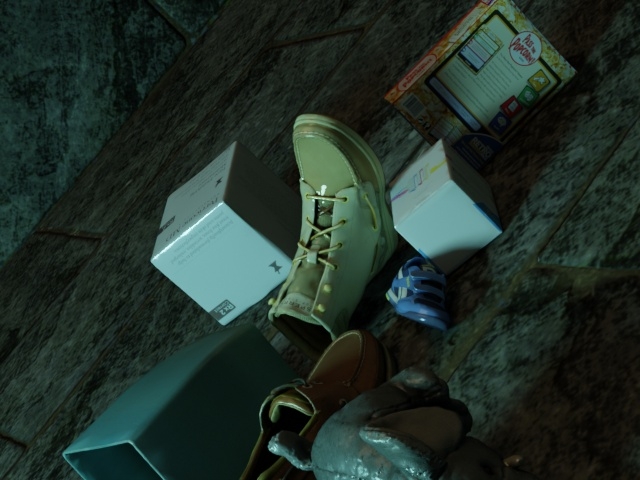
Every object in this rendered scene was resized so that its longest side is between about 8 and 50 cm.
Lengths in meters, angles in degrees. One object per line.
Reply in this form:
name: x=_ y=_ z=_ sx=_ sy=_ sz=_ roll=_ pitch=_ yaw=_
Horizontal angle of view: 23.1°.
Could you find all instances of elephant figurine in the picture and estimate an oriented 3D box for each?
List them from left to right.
elephant figurine: x=0.095 y=0.205 z=1.346 sx=0.186 sy=0.169 sz=0.239 roll=-41 pitch=16 yaw=-3

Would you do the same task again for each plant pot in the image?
plant pot: x=-0.139 y=0.215 z=1.820 sx=0.166 sy=0.165 sz=0.234 roll=-18 pitch=27 yaw=53

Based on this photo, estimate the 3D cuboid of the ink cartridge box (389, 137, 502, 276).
ink cartridge box: x=0.145 y=-0.044 z=1.839 sx=0.090 sy=0.092 sz=0.143 roll=-41 pitch=19 yaw=17

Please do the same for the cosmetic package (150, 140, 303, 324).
cosmetic package: x=-0.127 y=-0.012 z=2.231 sx=0.151 sy=0.151 sz=0.183 roll=-39 pitch=21 yaw=23

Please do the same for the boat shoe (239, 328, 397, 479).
boat shoe: x=-0.003 y=0.191 z=1.666 sx=0.111 sy=0.104 sz=0.307 roll=-32 pitch=24 yaw=35

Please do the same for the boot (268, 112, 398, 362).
boot: x=0.000 y=0.000 z=1.838 sx=0.095 sy=0.262 sz=0.203 roll=11 pitch=54 yaw=27

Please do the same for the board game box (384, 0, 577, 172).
board game box: x=0.199 y=-0.192 z=1.935 sx=0.193 sy=0.147 sz=0.045 roll=-44 pitch=20 yaw=3

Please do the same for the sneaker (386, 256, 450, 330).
sneaker: x=0.113 y=0.059 z=1.744 sx=0.059 sy=0.053 sz=0.144 roll=-63 pitch=20 yaw=8
